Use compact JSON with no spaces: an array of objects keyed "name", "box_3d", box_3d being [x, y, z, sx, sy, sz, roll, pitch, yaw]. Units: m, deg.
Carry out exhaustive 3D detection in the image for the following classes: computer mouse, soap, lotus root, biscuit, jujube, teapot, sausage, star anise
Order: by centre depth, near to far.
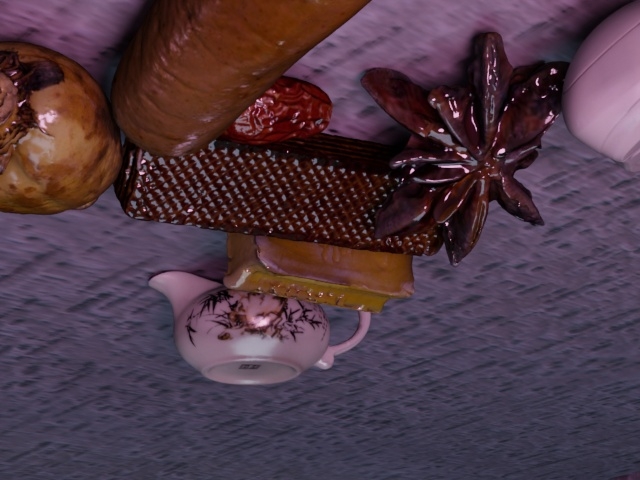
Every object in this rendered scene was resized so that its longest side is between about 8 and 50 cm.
[{"name":"sausage","box_3d":[-0.036,-0.203,1.038,0.136,0.123,0.501,-7,162,-40]},{"name":"computer mouse","box_3d":[0.308,-0.152,1.204,0.184,0.121,0.297,-45,168,21]},{"name":"lotus root","box_3d":[-0.275,-0.099,1.210,0.169,0.141,0.314,-4,166,5]},{"name":"jujube","box_3d":[-0.047,-0.130,1.269,0.129,0.077,0.077,1,157,-32]},{"name":"star anise","box_3d":[0.155,-0.094,1.305,0.212,0.129,0.282,-11,124,-12]},{"name":"biscuit","box_3d":[-0.026,-0.061,1.380,0.388,0.073,0.107,8,117,-27]},{"name":"soap","box_3d":[-0.001,0.001,1.500,0.233,0.135,0.076,11,151,-33]},{"name":"teapot","box_3d":[-0.076,0.114,1.753,0.300,0.165,0.208,-5,150,-20]}]
